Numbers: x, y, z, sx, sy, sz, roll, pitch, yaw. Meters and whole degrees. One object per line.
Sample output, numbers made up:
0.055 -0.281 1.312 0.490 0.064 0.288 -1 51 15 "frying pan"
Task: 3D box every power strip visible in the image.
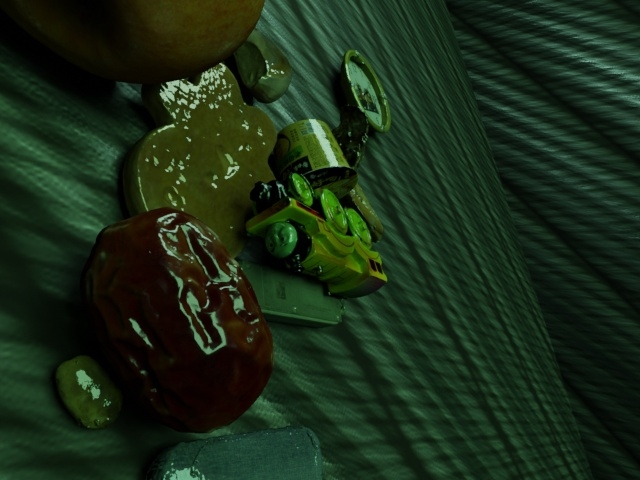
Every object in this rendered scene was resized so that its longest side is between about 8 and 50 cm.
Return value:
-0.054 0.093 0.779 0.272 0.052 0.078 21 57 -50 "power strip"

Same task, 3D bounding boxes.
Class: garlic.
-0.106 -0.318 0.869 0.101 0.087 0.196 32 30 -51 "garlic"

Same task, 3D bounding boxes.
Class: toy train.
0.000 0.000 0.772 0.296 0.100 0.161 25 43 -53 "toy train"

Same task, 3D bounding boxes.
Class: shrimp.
0.046 -0.109 0.984 0.287 0.063 0.152 53 8 -17 "shrimp"

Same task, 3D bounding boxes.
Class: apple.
-0.219 -0.326 0.551 0.299 0.298 0.275 50 47 -27 "apple"

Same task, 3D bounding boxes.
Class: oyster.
0.056 -0.210 1.056 0.056 0.105 0.177 -9 116 -40 "oyster"

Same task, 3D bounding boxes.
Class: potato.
-0.237 0.156 0.492 0.083 0.040 0.051 62 29 -14 "potato"

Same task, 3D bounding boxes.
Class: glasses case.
-0.091 0.300 0.604 0.282 0.067 0.109 16 57 -49 "glasses case"

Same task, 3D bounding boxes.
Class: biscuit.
-0.169 -0.115 0.723 0.275 0.052 0.355 43 44 -37 "biscuit"

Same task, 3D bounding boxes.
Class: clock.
0.111 -0.384 1.263 0.237 0.057 0.237 34 46 -45 "clock"

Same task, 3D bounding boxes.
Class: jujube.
-0.154 0.089 0.533 0.174 0.174 0.251 -34 105 -56 "jujube"

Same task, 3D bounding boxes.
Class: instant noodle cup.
-0.017 -0.140 0.877 0.151 0.151 0.122 11 57 -53 "instant noodle cup"
